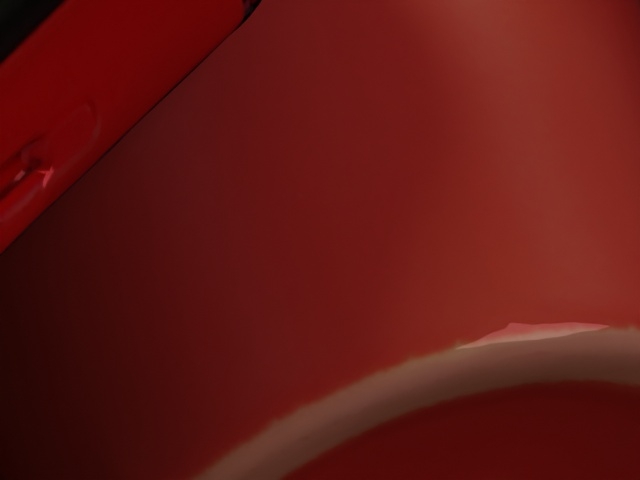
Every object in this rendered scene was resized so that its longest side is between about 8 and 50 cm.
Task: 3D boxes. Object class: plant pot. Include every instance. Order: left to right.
[{"bbox_3d":[0.000,0.000,0.571,0.275,0.275,0.243,17,37,-38],"label":"plant pot"}]

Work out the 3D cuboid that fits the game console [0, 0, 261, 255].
[{"bbox_3d":[-0.235,-0.069,0.415,0.386,0.060,0.342,22,49,19],"label":"game console"}]
